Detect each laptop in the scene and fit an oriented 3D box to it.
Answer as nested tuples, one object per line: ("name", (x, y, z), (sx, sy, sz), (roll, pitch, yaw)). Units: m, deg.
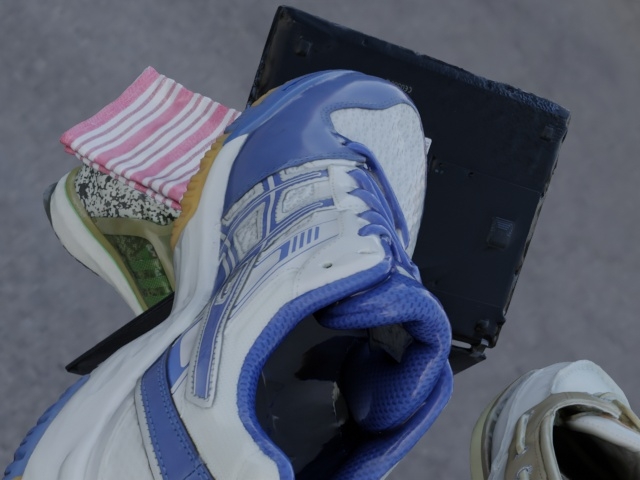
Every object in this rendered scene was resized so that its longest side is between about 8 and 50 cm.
("laptop", (0.000, 0.000, 1.112), (0.234, 0.264, 0.136), (15, 5, -34))

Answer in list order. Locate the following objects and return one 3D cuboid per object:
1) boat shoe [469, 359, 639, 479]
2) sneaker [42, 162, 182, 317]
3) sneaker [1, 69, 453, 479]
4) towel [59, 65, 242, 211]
("boat shoe", (0.141, 0.138, 0.919), (0.113, 0.103, 0.302), (44, 27, -6))
("sneaker", (-0.147, 0.013, 1.963), (0.410, 0.182, 0.158), (41, 39, 16))
("sneaker", (0.005, 0.032, 0.637), (0.112, 0.131, 0.296), (54, 39, -26))
("towel", (-0.157, -0.106, 1.796), (0.144, 0.197, 0.029), (-43, 143, -30))
